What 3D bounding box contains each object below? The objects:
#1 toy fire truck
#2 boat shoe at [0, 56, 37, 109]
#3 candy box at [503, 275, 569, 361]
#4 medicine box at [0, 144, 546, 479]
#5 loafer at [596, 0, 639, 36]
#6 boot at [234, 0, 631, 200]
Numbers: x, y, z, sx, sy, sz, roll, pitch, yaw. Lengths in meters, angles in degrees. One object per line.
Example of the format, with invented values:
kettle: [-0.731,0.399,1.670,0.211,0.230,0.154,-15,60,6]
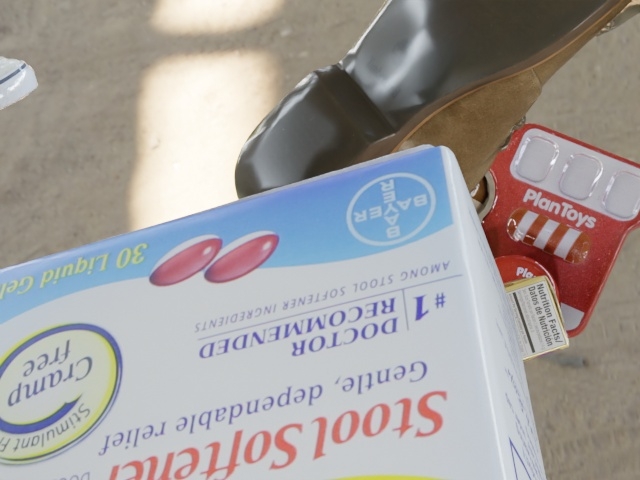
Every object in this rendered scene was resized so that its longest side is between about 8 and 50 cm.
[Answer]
toy fire truck: [0.208,-0.021,1.393,0.302,0.169,0.254,25,90,20]
boat shoe: [-0.553,-0.228,1.594,0.367,0.157,0.136,-5,27,27]
candy box: [0.066,0.076,0.818,0.186,0.109,0.053,-17,87,-1]
medicine box: [-0.030,0.134,0.550,0.263,0.149,0.289,-15,48,12]
loafer: [0.216,-0.216,0.893,0.087,0.094,0.251,-62,23,-10]
boot: [0.092,-0.101,0.744,0.305,0.115,0.112,-38,51,17]
